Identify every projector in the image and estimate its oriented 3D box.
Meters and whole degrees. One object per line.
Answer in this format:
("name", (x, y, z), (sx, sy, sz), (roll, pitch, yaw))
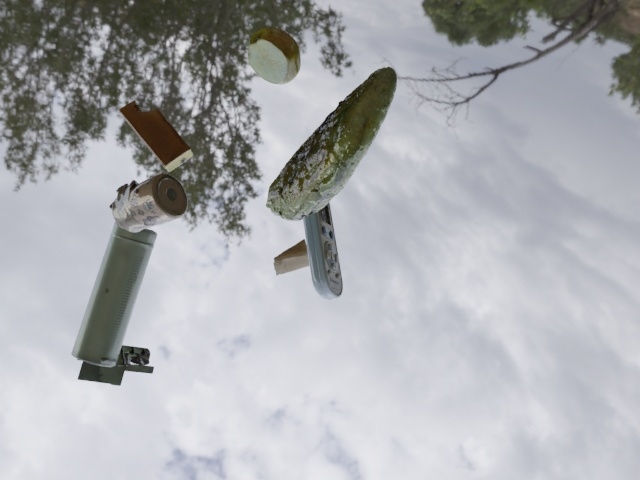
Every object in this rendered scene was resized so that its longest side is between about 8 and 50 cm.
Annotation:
("projector", (-0.493, 0.126, 1.287), (0.108, 0.337, 0.108), (16, 174, 2))

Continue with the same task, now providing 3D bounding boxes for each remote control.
("remote control", (0.000, 0.000, 1.065), (0.087, 0.047, 0.244), (25, -128, -59))

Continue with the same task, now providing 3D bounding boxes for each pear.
("pear", (-0.106, -0.464, 1.320), (0.141, 0.141, 0.104), (25, -119, 11))

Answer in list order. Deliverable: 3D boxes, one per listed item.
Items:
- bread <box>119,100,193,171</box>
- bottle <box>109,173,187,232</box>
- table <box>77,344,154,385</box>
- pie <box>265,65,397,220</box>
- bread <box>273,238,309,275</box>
("bread", (-0.433, -0.284, 1.405), (0.088, 0.049, 0.226), (-38, -107, -7))
("bottle", (-0.341, -0.067, 1.027), (0.152, 0.098, 0.099), (-15, -164, 28))
("table", (-0.537, 0.323, 1.398), (0.176, 0.062, 0.146), (15, -178, -26))
("pie", (0.021, -0.162, 0.881), (0.071, 0.323, 0.323), (35, -153, -14))
("bread", (-0.108, 0.061, 1.958), (0.152, 0.077, 0.105), (-13, -154, -14))
